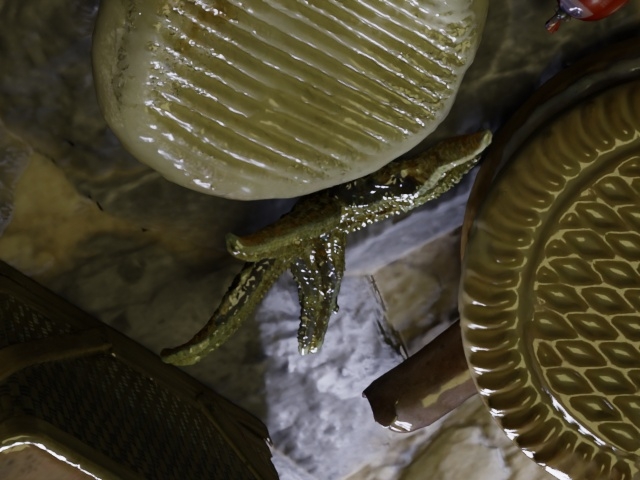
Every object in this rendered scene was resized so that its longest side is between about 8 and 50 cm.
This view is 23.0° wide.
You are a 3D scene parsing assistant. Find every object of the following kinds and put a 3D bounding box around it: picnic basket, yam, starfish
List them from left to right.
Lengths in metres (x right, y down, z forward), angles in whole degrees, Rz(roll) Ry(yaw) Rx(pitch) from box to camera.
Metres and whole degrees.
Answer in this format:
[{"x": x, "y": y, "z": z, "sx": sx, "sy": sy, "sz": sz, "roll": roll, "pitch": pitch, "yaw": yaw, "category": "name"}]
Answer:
[{"x": -0.137, "y": 0.148, "z": 0.833, "sx": 0.165, "sy": 0.139, "sz": 0.267, "roll": -42, "pitch": 129, "yaw": 13, "category": "picnic basket"}, {"x": 0.000, "y": 0.000, "z": 0.803, "sx": 0.208, "sy": 0.053, "sz": 0.176, "roll": -44, "pitch": 165, "yaw": 15, "category": "starfish"}, {"x": 0.137, "y": 0.030, "z": 0.909, "sx": 0.264, "sy": 0.046, "sz": 0.046, "roll": -36, "pitch": 130, "yaw": 8, "category": "yam"}]

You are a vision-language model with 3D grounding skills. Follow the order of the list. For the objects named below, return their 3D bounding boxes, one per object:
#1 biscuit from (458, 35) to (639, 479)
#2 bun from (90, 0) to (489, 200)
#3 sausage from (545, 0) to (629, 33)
[{"x": 0.194, "y": 0.018, "z": 0.842, "sx": 0.259, "sy": 0.079, "sz": 0.259, "roll": 0, "pitch": 104, "yaw": -2, "category": "biscuit"}, {"x": -0.017, "y": -0.107, "z": 0.707, "sx": 0.183, "sy": 0.102, "sz": 0.183, "roll": -13, "pitch": 138, "yaw": -13, "category": "bun"}, {"x": 0.164, "y": -0.157, "z": 0.778, "sx": 0.145, "sy": 0.048, "sz": 0.050, "roll": -47, "pitch": 166, "yaw": 17, "category": "sausage"}]
